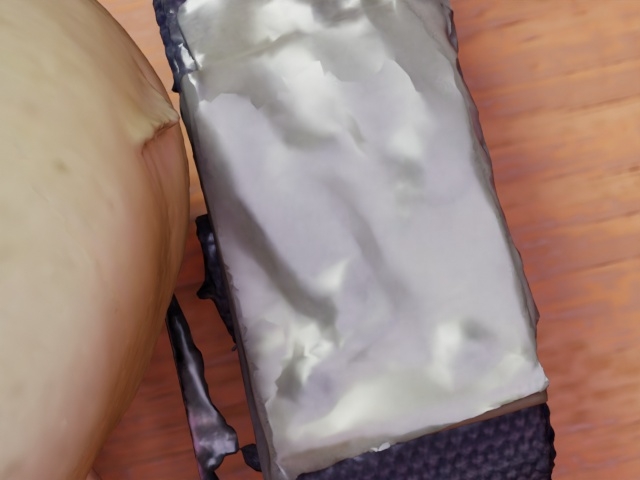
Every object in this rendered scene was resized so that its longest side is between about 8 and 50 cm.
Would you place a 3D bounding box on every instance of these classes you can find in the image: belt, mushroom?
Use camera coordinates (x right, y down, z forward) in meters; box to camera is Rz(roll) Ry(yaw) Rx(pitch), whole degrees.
[{"bbox_3d":[0.000,0.000,0.673,0.126,0.139,0.230,-13,83,-4],"label":"belt"},{"bbox_3d":[-0.183,0.070,0.591,0.315,0.315,0.356,7,96,1],"label":"mushroom"}]
